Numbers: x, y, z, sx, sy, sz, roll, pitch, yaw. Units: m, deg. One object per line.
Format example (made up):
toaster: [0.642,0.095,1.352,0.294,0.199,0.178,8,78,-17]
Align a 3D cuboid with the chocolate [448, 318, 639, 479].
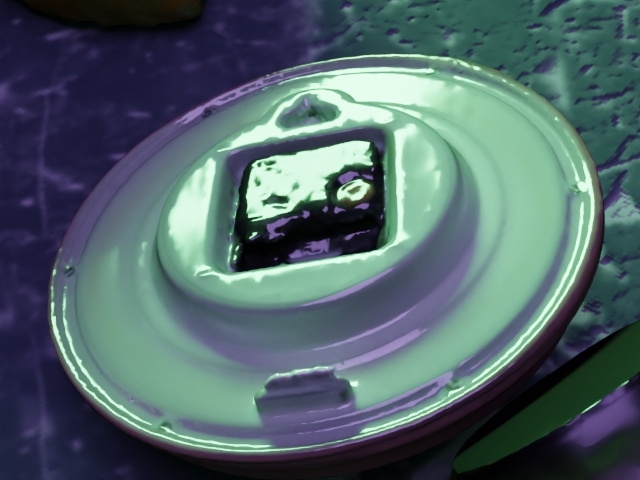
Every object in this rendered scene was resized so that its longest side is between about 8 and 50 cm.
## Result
chocolate: [0.131,0.117,0.485,0.177,0.177,0.177,-2,56,3]

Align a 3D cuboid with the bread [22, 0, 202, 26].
bread: [-0.178,-0.272,0.740,0.340,0.179,0.194,35,64,23]

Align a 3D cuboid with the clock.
clock: [-0.001,-0.001,0.583,0.244,0.056,0.244,-11,41,9]
